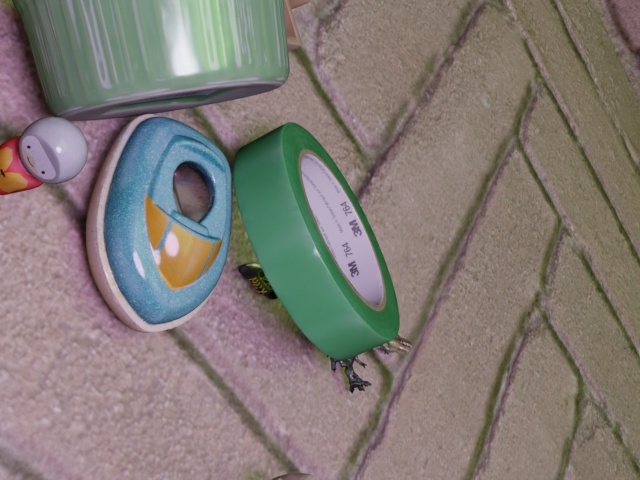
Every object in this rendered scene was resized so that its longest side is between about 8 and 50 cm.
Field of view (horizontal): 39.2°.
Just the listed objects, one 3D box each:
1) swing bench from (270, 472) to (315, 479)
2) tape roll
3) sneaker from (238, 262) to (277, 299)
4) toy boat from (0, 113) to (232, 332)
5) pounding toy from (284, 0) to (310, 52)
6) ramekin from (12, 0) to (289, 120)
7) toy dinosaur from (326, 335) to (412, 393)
[{"bbox_3d":[-0.084,0.440,1.012,0.253,0.165,0.255,-31,97,-49],"label":"swing bench"},{"bbox_3d":[0.000,0.000,1.207,0.321,0.077,0.321,55,18,-29],"label":"tape roll"},{"bbox_3d":[-0.080,0.056,1.231,0.083,0.031,0.035,28,59,-42],"label":"sneaker"},{"bbox_3d":[-0.215,-0.042,1.009,0.318,0.148,0.268,25,61,-44],"label":"toy boat"},{"bbox_3d":[-0.100,-0.348,1.292,0.206,0.094,0.181,-11,82,-60],"label":"pounding toy"},{"bbox_3d":[-0.177,-0.226,1.002,0.303,0.303,0.148,-16,98,-51],"label":"ramekin"},{"bbox_3d":[0.037,0.148,1.320,0.268,0.064,0.118,31,40,-39],"label":"toy dinosaur"}]
